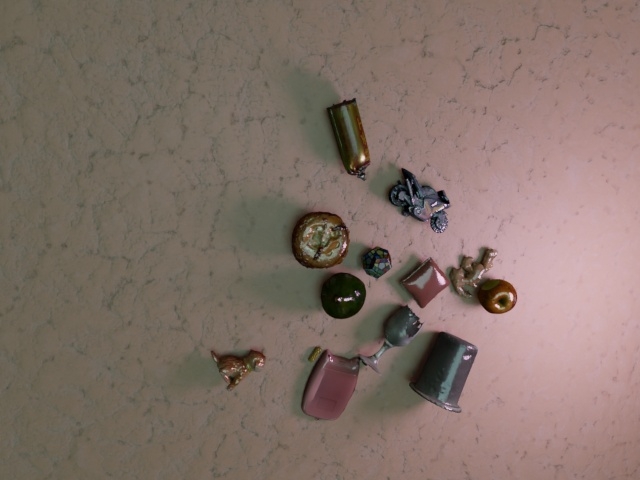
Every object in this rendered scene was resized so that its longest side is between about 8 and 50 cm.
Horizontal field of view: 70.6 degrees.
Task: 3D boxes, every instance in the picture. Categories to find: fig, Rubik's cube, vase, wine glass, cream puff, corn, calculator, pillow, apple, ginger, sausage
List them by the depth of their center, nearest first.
[{"bbox_3d":[0.119,-0.377,1.742,0.125,0.117,0.318,-33,111,-46],"label":"sausage"},{"bbox_3d":[0.000,-0.001,1.777,0.239,0.164,0.241,0,88,-5],"label":"cream puff"},{"bbox_3d":[0.090,0.230,1.806,0.195,0.245,0.196,0,96,3],"label":"fig"},{"bbox_3d":[0.235,0.091,1.873,0.133,0.133,0.112,-36,83,-4],"label":"Rubik's cube"},{"bbox_3d":[-0.022,0.488,1.941,0.028,0.027,0.083,34,95,-4],"label":"corn"},{"bbox_3d":[0.306,0.426,1.950,0.143,0.143,0.321,41,89,-17],"label":"wine glass"},{"bbox_3d":[0.454,0.183,1.961,0.179,0.075,0.171,-42,107,-2],"label":"pillow"},{"bbox_3d":[0.045,0.650,1.981,0.219,0.048,0.330,18,99,-17],"label":"calculator"},{"bbox_3d":[0.560,0.568,1.990,0.244,0.245,0.292,24,91,-16],"label":"vase"},{"bbox_3d":[0.681,0.126,2.011,0.149,0.065,0.259,37,94,-15],"label":"ginger"},{"bbox_3d":[0.790,0.251,2.022,0.163,0.147,0.147,-32,102,8],"label":"apple"}]

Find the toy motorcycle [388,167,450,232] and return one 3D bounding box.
[{"bbox_3d":[0.425,-0.163,1.873,0.307,0.108,0.174,32,84,-16],"label":"toy motorcycle"}]

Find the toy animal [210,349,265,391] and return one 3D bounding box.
[{"bbox_3d":[-0.326,0.486,1.837,0.185,0.104,0.184,-28,99,-1],"label":"toy animal"}]
